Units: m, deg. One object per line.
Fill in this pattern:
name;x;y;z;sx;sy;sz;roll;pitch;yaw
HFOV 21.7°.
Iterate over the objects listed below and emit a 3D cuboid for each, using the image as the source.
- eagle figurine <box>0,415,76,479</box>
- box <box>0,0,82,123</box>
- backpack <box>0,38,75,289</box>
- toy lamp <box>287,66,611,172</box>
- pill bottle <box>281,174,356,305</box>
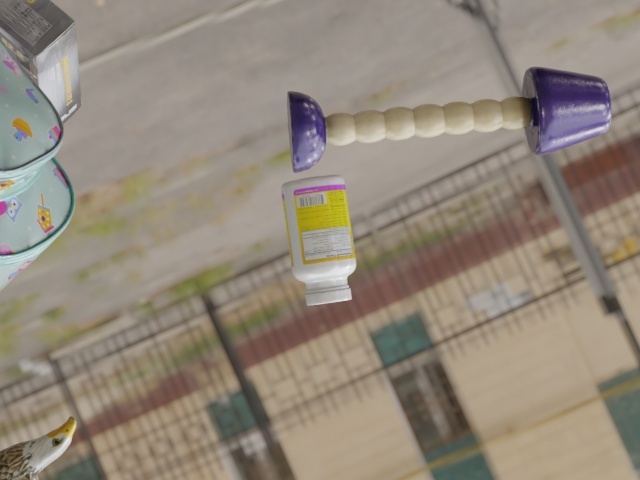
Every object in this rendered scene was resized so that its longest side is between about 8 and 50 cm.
eagle figurine;-0.330;0.293;1.854;0.226;0.298;0.225;-34;170;-50
box;-0.338;-0.225;1.637;0.056;0.231;0.183;-47;170;-20
backpack;-0.259;-0.052;1.144;0.144;0.188;0.166;-32;-174;30
toy lamp;0.110;-0.105;1.428;0.275;0.080;0.080;-3;173;-4
pill bottle;0.000;0.000;1.107;0.043;0.083;0.043;-8;179;0
